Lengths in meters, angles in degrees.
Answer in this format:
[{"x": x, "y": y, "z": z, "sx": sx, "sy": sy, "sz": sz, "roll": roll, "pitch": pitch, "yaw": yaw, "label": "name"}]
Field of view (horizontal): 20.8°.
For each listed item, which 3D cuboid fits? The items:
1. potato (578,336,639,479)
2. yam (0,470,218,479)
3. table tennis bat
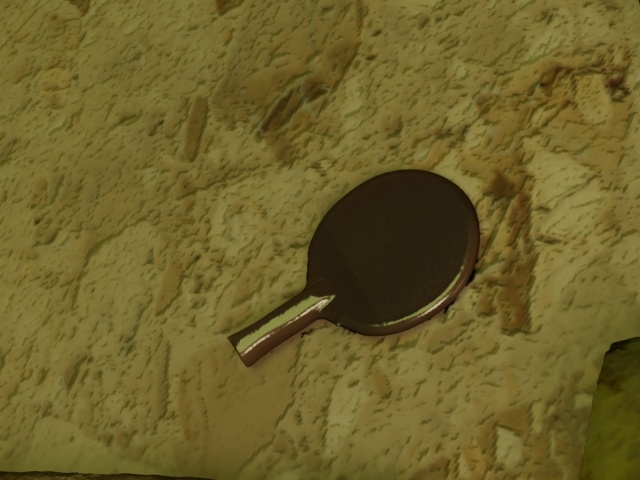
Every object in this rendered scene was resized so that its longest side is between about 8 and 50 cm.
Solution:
[{"x": 0.195, "y": 0.164, "z": 0.814, "sx": 0.176, "sy": 0.141, "sz": 0.298, "roll": -15, "pitch": 38, "yaw": 1, "label": "potato"}, {"x": -0.108, "y": 0.173, "z": 1.008, "sx": 0.356, "sy": 0.081, "sz": 0.081, "roll": -2, "pitch": 64, "yaw": 28, "label": "yam"}, {"x": 0.000, "y": 0.000, "z": 1.015, "sx": 0.170, "sy": 0.119, "sz": 0.107, "roll": -34, "pitch": 54, "yaw": 5, "label": "table tennis bat"}]
